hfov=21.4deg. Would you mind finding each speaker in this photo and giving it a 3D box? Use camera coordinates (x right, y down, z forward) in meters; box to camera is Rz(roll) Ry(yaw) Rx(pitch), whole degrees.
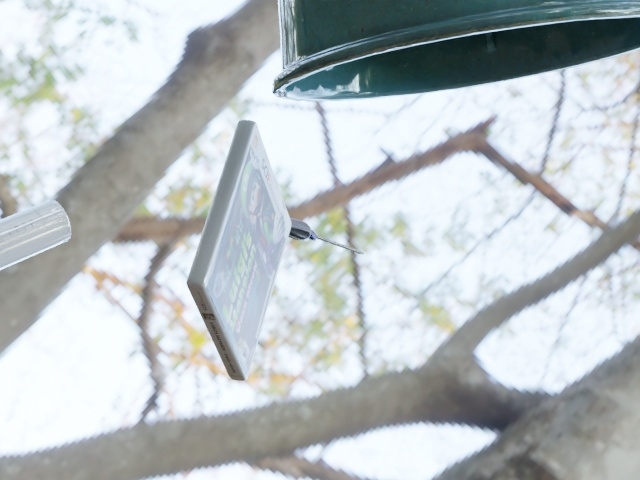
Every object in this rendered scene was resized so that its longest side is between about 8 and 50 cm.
[{"bbox_3d":[-0.359,-0.001,1.974,0.055,0.136,0.055,30,-47,38],"label":"speaker"}]

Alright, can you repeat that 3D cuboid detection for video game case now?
[{"bbox_3d":[-0.074,0.011,1.624,0.022,0.190,0.173,5,-33,17],"label":"video game case"}]

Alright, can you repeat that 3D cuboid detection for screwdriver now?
[{"bbox_3d":[0.000,0.000,2.062,0.025,0.170,0.024,-33,-121,22],"label":"screwdriver"}]

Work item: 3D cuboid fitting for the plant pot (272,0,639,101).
[{"bbox_3d":[0.102,-0.306,1.368,0.341,0.341,0.334,-12,-93,45],"label":"plant pot"}]
